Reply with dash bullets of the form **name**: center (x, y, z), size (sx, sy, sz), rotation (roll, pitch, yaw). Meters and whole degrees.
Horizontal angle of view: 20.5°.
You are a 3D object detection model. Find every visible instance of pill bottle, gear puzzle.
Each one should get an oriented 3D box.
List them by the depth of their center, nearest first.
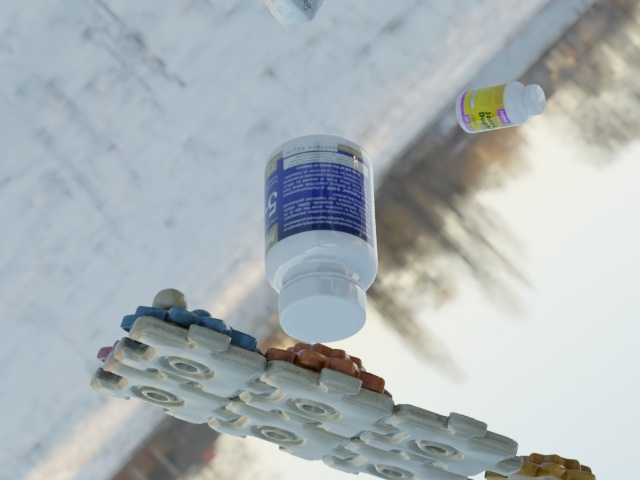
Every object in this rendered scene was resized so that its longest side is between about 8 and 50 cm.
- **gear puzzle**: center (0.034, 0.105, 1.087), size (0.175, 0.338, 0.044), rotation (134, -27, -66)
- **pill bottle**: center (0.000, 0.000, 1.734), size (0.112, 0.112, 0.187), rotation (-45, -144, 44)
- **pill bottle**: center (0.179, -0.133, 1.753), size (0.083, 0.043, 0.043), rotation (-8, -156, 36)

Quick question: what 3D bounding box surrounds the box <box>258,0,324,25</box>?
- **box**: center (-0.020, -0.275, 1.307), size (0.038, 0.145, 0.186), rotation (-3, -128, 50)
